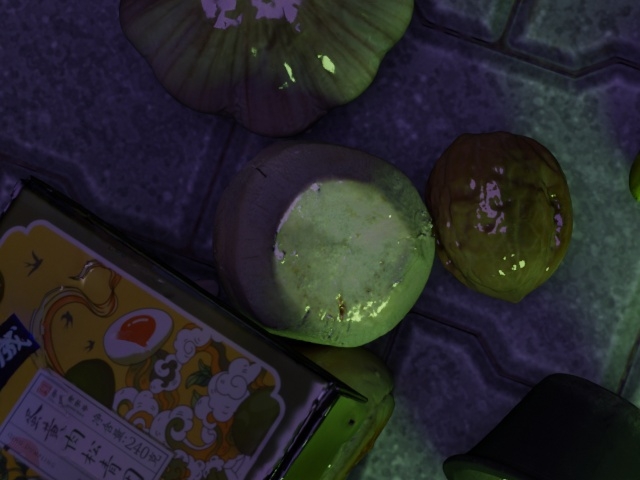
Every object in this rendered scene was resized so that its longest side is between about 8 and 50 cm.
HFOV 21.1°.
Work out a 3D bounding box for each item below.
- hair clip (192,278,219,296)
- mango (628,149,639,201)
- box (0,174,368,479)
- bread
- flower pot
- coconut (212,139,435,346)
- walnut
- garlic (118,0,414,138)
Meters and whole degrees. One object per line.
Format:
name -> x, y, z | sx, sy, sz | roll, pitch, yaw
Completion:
hair clip -> -0.227, 0.071, 1.903 | 0.226, 0.072, 0.034 | -10, 87, 7
mango -> 0.392, -0.102, 1.812 | 0.074, 0.091, 0.165 | 38, 95, 18
box -> -0.222, 0.200, 1.700 | 0.420, 0.138, 0.373 | 33, 89, 22
bread -> -0.054, 0.239, 1.810 | 0.171, 0.192, 0.314 | 33, 93, 7
flower pot -> 0.262, 0.233, 1.772 | 0.235, 0.235, 0.148 | 30, 74, 8
coconut -> 0.000, 0.002, 1.803 | 0.227, 0.230, 0.227 | -1, 95, -12
walnut -> 0.188, -0.024, 1.804 | 0.155, 0.155, 0.184 | -8, 89, 8
garlic -> -0.064, -0.267, 1.827 | 0.322, 0.241, 0.322 | 2, 93, 29
